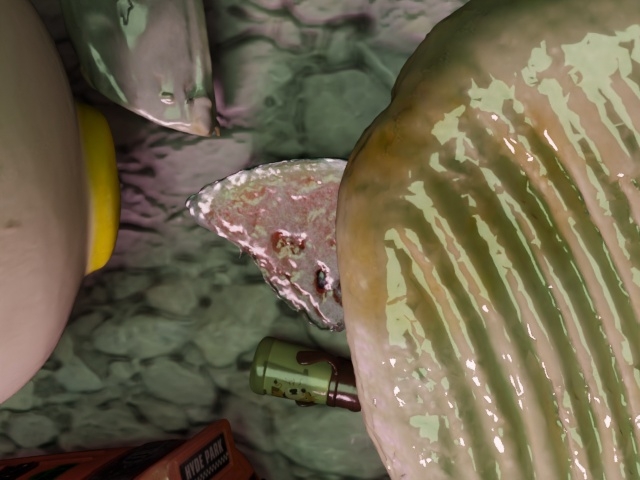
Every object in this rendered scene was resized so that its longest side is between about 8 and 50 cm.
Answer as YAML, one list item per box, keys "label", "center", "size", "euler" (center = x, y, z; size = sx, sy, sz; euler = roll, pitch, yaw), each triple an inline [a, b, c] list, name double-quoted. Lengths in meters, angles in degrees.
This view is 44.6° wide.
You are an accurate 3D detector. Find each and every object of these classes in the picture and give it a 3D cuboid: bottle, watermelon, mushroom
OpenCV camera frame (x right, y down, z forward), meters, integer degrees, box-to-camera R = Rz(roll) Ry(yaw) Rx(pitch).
- label: "bottle"
  center: [-0.003, 0.108, 0.614]
  size: [0.101, 0.063, 0.047]
  euler: [12, 75, 9]
- label: "watermelon"
  center: [0.000, 0.000, 0.587]
  size: [0.187, 0.071, 0.139]
  euler: [0, 107, 6]
- label: "mushroom"
  center: [-0.151, -0.239, 0.567]
  size: [0.110, 0.097, 0.351]
  euler: [-15, 92, 12]

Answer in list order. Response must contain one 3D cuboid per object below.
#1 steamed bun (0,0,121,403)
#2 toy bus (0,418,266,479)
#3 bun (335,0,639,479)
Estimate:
- label: "steamed bun"
  center: [-0.313, -0.039, 0.524]
  size: [0.334, 0.334, 0.373]
  euler: [18, 120, 11]
- label: "toy bus"
  center: [-0.233, 0.290, 0.632]
  size: [0.427, 0.203, 0.232]
  euler: [-11, 93, 19]
- label: "bun"
  center: [0.189, 0.016, 0.456]
  size: [0.366, 0.219, 0.364]
  euler: [2, 100, 10]
